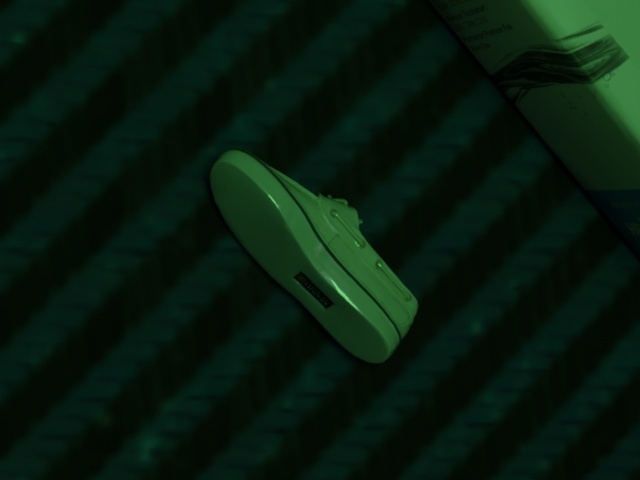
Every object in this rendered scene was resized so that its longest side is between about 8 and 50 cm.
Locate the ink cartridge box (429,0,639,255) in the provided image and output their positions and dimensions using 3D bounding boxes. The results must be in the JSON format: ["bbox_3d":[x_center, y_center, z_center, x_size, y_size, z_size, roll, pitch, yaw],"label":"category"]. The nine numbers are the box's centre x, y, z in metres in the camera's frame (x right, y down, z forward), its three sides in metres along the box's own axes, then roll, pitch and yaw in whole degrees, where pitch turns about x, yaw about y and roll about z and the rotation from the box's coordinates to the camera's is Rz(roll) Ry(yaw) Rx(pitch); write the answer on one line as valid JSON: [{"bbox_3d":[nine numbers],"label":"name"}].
[{"bbox_3d":[0.132,-0.110,0.596,0.148,0.086,0.203,-43,102,-9],"label":"ink cartridge box"}]

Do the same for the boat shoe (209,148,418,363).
[{"bbox_3d":[0.000,0.000,0.598,0.100,0.035,0.035,47,54,-7],"label":"boat shoe"}]
